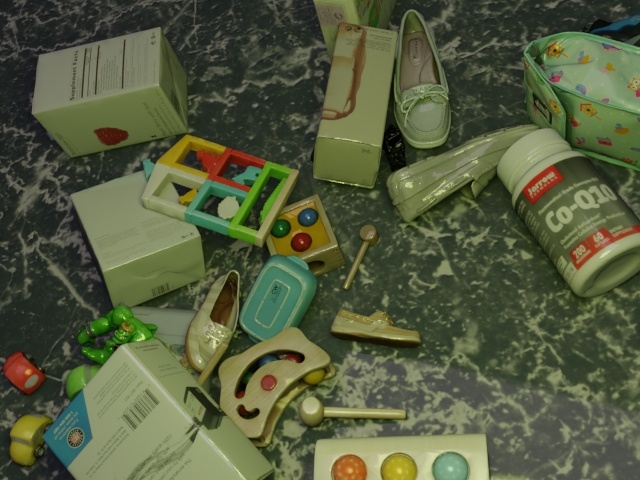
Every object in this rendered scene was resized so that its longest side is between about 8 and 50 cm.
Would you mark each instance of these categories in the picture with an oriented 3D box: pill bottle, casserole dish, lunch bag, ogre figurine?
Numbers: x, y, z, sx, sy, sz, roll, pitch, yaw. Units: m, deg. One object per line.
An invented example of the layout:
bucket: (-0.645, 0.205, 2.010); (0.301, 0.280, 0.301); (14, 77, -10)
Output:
pill bottle: (0.442, -0.055, 1.393); (0.161, 0.161, 0.283); (-27, 59, -2)
casserole dish: (-0.084, 0.115, 1.452); (0.114, 0.037, 0.188); (31, 103, 11)
lunch bag: (0.498, -0.260, 1.456); (0.262, 0.223, 0.160); (21, 76, 24)
ogre figurine: (-0.359, 0.196, 1.442); (0.118, 0.097, 0.197); (-53, 46, 3)

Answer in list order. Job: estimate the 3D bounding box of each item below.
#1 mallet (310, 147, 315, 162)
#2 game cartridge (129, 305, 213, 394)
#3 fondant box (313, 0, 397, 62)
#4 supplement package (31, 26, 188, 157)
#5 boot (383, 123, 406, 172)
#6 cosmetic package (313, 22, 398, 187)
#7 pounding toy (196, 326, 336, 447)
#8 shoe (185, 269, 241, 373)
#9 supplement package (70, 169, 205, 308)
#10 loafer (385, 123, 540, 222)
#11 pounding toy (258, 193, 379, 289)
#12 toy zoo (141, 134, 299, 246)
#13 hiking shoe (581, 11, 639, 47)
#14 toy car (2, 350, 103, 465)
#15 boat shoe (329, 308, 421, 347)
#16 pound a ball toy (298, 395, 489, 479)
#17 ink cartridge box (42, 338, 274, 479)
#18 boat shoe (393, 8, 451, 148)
mallet: (0.061, -0.219, 1.658); (0.062, 0.039, 0.190); (36, 71, 27)
game cartridge: (-0.302, 0.264, 1.470); (0.196, 0.060, 0.294); (4, 63, 12)
fondant box: (0.095, -0.567, 1.720); (0.096, 0.238, 0.330); (10, 64, 18)
supplement package: (-0.464, -0.327, 1.763); (0.292, 0.177, 0.175); (-11, 60, 9)
boot: (0.147, -0.197, 1.582); (0.045, 0.099, 0.121); (-11, 60, 6)
cosmetic package: (0.072, -0.274, 1.587); (0.129, 0.153, 0.296); (9, 60, 1)
pounding toy: (-0.108, 0.255, 1.360); (0.269, 0.155, 0.154); (-28, 61, -5)
shoe: (-0.194, 0.145, 1.460); (0.058, 0.076, 0.219); (-40, 27, 42)
supplement package: (-0.358, -0.006, 1.550); (0.194, 0.149, 0.203); (-21, 57, -19)
loafer: (0.284, -0.133, 1.522); (0.319, 0.112, 0.112); (-23, 94, 0)
pounding toy: (0.008, 0.005, 1.509); (0.206, 0.094, 0.181); (-22, 58, 2)
toy zoo: (-0.211, -0.108, 1.528); (0.293, 0.030, 0.192); (19, 52, 9)
hiking shoe: (0.684, -0.410, 1.557); (0.304, 0.113, 0.132); (-4, 62, 12)
toy car: (-0.506, 0.287, 1.506); (0.224, 0.053, 0.239); (-21, 59, 3)
boat shoe: (0.101, 0.154, 1.421); (0.170, 0.063, 0.059); (7, 69, 18)
pound a ball toy: (0.108, 0.344, 1.272); (0.319, 0.136, 0.208); (-4, 61, 11)
ink cartridge box: (-0.265, 0.349, 1.291); (0.307, 0.129, 0.223); (45, 99, 14)
boat shoe: (0.206, -0.335, 1.642); (0.118, 0.103, 0.321); (-5, 60, 11)
